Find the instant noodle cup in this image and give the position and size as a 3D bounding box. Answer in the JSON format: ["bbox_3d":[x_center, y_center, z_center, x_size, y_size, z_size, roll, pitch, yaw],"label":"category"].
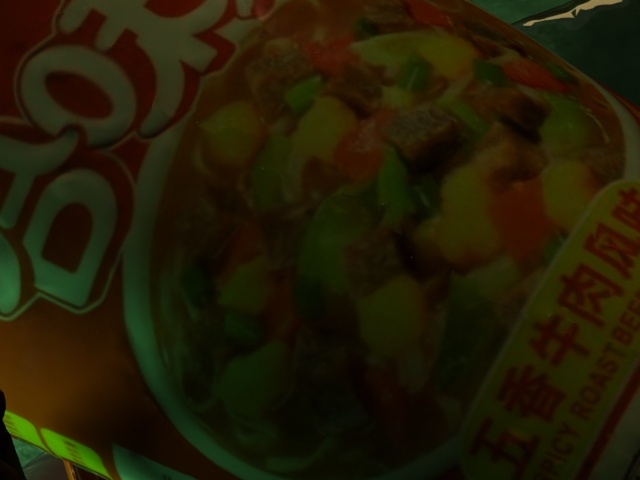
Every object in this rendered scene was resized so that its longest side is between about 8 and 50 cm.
[{"bbox_3d":[0.000,0.000,0.486,0.193,0.212,0.193,-53,-19,-26],"label":"instant noodle cup"}]

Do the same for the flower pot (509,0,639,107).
[{"bbox_3d":[0.191,-0.014,1.047,0.379,0.251,0.379,-19,1,0],"label":"flower pot"}]

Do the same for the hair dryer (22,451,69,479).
[{"bbox_3d":[-0.138,0.176,0.866,0.361,0.121,0.301,-25,-12,24],"label":"hair dryer"}]

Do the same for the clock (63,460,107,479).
[{"bbox_3d":[-0.018,0.092,0.619,0.113,0.155,0.061,-17,11,-11],"label":"clock"}]

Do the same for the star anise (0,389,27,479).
[{"bbox_3d":[-0.084,0.109,0.431,0.220,0.190,0.126,-16,26,35],"label":"star anise"}]
